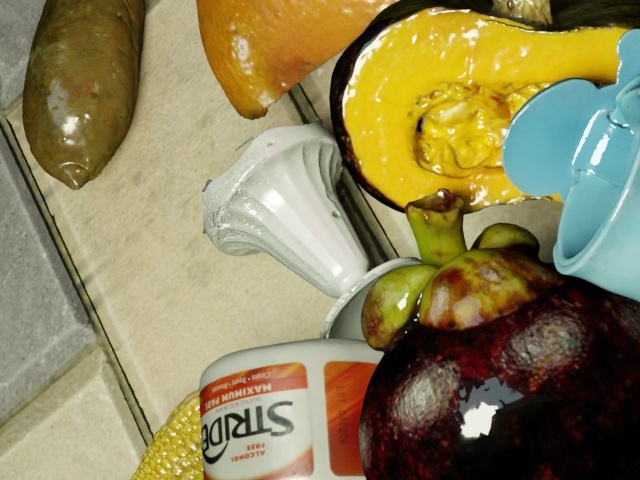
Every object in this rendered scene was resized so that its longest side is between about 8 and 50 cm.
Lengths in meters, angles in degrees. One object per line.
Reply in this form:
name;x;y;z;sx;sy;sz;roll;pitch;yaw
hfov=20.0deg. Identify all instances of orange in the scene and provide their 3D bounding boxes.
orange;0.009;-0.255;1.776;0.274;0.274;0.310;55;147;32

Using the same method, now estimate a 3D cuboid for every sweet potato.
sweet potato;-0.246;-0.250;2.014;0.130;0.130;0.423;-1;67;33

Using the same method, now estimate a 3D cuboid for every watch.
watch;0.259;-0.052;1.428;0.211;0.211;0.193;-43;15;15

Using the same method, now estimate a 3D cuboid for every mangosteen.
mangosteen;0.159;0.140;1.528;0.313;0.297;0.297;36;97;38

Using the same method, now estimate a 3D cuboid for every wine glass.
wine glass;0.000;0.000;1.762;0.165;0.165;0.196;-49;64;11

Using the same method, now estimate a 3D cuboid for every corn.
corn;-0.159;0.271;1.810;0.106;0.106;0.293;36;96;35

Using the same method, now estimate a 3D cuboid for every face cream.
face cream;-0.009;0.203;1.671;0.201;0.201;0.187;-15;69;29

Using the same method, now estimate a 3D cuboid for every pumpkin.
pumpkin;0.175;-0.151;1.619;0.325;0.232;0.242;4;113;2
